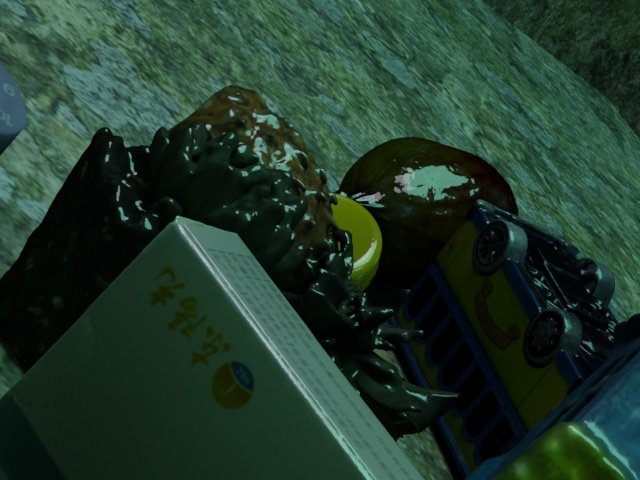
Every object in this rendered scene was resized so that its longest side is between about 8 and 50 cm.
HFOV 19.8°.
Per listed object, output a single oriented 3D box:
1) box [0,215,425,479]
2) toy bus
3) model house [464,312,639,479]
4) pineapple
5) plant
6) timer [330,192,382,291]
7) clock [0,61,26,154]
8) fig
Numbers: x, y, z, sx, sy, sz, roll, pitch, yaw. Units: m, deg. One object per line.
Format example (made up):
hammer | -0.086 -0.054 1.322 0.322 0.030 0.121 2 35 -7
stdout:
box | -0.029 0.180 0.894 0.343 0.200 0.065 51 15 24
toy bus | 0.187 0.115 1.615 0.138 0.175 0.287 24 25 -31
model house | 0.228 0.216 1.327 0.237 0.303 0.215 50 -17 3
pineapple | -0.014 0.031 1.443 0.310 0.141 0.170 52 -9 -1
plant | -0.105 0.005 1.153 0.129 0.194 0.132 37 18 -38
timer | 0.000 0.000 1.574 0.107 0.109 0.107 5 48 -5
clock | -0.296 -0.129 1.254 0.198 0.064 0.172 37 18 -25
fig | 0.067 -0.029 1.732 0.170 0.145 0.274 5 -3 36
